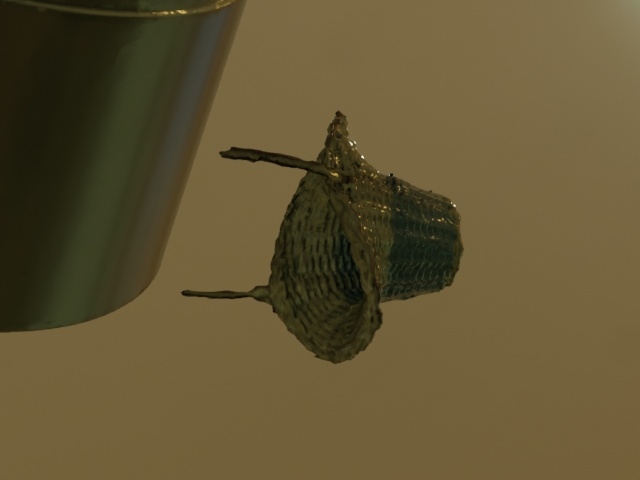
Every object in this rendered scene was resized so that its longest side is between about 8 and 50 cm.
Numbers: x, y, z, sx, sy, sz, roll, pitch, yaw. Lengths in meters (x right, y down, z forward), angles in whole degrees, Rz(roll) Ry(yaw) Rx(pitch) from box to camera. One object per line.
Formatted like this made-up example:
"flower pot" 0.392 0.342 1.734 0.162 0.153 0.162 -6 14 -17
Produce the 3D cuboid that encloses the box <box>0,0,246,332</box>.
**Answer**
"box" -0.151 -0.087 0.763 0.226 0.226 0.149 -1 -58 -39

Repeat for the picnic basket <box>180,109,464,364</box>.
"picnic basket" 0.000 0.000 0.604 0.083 0.083 0.065 4 -40 -21
